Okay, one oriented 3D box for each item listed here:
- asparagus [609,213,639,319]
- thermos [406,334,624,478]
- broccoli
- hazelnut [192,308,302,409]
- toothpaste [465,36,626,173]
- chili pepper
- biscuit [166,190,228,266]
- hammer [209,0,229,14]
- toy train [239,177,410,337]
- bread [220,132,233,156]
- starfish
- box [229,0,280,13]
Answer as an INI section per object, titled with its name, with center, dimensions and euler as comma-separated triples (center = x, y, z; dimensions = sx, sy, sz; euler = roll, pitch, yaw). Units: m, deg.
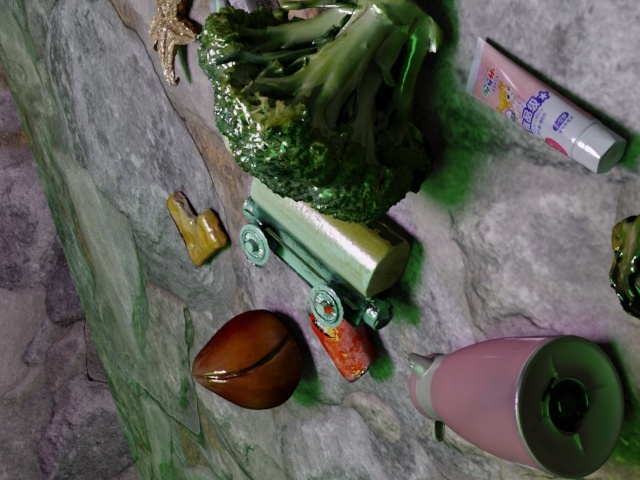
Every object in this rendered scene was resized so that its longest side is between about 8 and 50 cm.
[asparagus]
center = 0.382, -0.016, 0.455
dimensions = 0.128, 0.108, 0.382
euler = 38, 149, -15
[thermos]
center = 0.218, 0.195, 0.827
dimensions = 0.176, 0.146, 0.265
euler = 44, 159, -11
[broccoli]
center = 0.000, -0.182, 0.807
dimensions = 0.283, 0.304, 0.321
euler = -47, 69, 23
[hazelnut]
center = -0.142, 0.232, 1.303
dimensions = 0.208, 0.208, 0.208
euler = 34, 135, 41
[toothpaste]
center = 0.218, -0.136, 0.695
dimensions = 0.194, 0.043, 0.067
euler = 48, 147, 37
[chili pepper]
center = 0.028, 0.133, 1.105
dimensions = 0.086, 0.084, 0.192
euler = -29, 90, 41
[biscuit]
center = -0.266, -0.038, 1.472
dimensions = 0.183, 0.039, 0.174
euler = -26, 85, 58
[hammer]
center = -0.159, -0.494, 1.019
dimensions = 0.152, 0.044, 0.426
euler = 34, 136, 43
[toy train]
center = -0.006, 0.002, 1.009
dimensions = 0.307, 0.126, 0.189
euler = 41, 142, 27
[bread]
center = -0.152, -0.190, 1.209
dimensions = 0.049, 0.034, 0.088
euler = -5, 110, 42
[starfish]
center = -0.269, -0.402, 1.237
dimensions = 0.227, 0.043, 0.240
euler = 9, 113, 51
[box]
center = -0.081, -0.311, 1.007
dimensions = 0.039, 0.055, 0.218
euler = -26, 88, 59
